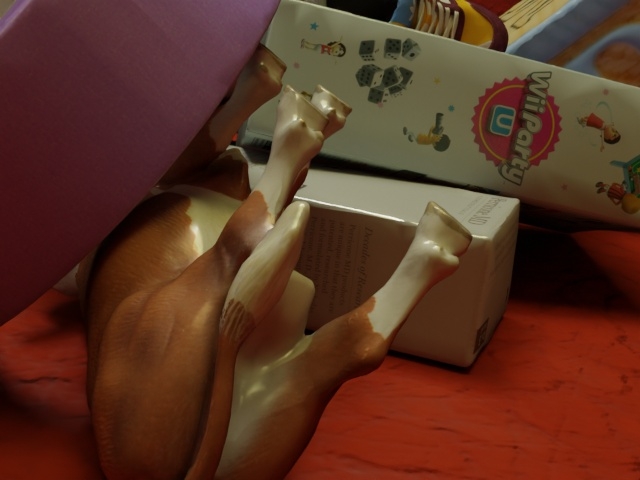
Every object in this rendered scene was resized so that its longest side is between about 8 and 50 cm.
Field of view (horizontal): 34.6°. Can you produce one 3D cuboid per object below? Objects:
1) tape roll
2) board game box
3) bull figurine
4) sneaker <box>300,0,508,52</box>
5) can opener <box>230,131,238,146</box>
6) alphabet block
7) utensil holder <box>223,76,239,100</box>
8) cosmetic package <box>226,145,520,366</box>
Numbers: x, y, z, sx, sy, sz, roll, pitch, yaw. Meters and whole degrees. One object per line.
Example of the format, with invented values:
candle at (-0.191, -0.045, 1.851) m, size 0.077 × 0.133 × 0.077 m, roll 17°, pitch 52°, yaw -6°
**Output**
tape roll at (-0.144, -0.081, 0.536) m, size 0.090 × 0.275 × 0.275 m, roll 42°, pitch 3°, yaw -24°
board game box at (0.095, -0.079, 0.769) m, size 0.303 × 0.097 × 0.224 m, roll 13°, pitch -1°, yaw -8°
bull figurine at (-0.056, 0.006, 0.488) m, size 0.101 × 0.188 × 0.310 m, roll 33°, pitch 11°, yaw -29°
sneaker at (0.069, -0.164, 0.788) m, size 0.185 × 0.069 × 0.084 m, roll 2°, pitch -1°, yaw -17°
can opener at (-0.115, -0.105, 0.996) m, size 0.186 × 0.059 × 0.073 m, roll 0°, pitch 17°, yaw -21°
alphabet block at (0.270, -0.157, 0.978) m, size 0.193 × 0.192 × 0.197 m, roll -34°, pitch 13°, yaw 11°
utensil holder at (-0.165, -0.325, 1.277) m, size 0.327 × 0.327 × 0.385 m, roll 21°, pitch 25°, yaw 40°
cosmetic package at (0.000, 0.000, 0.643) m, size 0.231 × 0.085 × 0.117 m, roll 10°, pitch 16°, yaw 17°
